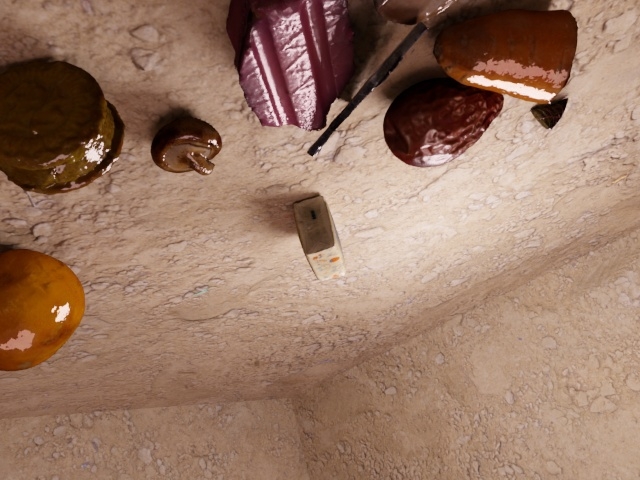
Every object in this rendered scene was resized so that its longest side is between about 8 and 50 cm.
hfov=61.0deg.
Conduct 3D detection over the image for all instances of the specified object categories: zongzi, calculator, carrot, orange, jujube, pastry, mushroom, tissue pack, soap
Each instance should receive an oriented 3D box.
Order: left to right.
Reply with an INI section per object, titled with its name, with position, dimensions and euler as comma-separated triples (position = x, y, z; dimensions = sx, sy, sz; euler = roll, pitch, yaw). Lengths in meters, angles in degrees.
[orange]
position = -0.632, 0.146, 1.144
dimensions = 0.261, 0.261, 0.261
euler = -14, 154, -7
[pastry]
position = -0.384, -0.161, 0.774
dimensions = 0.189, 0.188, 0.103
euler = -13, 157, -7
[mushroom]
position = -0.236, -0.163, 0.955
dimensions = 0.127, 0.087, 0.127
euler = -17, 157, -8
[soap]
position = -0.041, -0.275, 0.818
dimensions = 0.182, 0.112, 0.289
euler = -17, 154, 2
[tissue pack]
position = 0.000, 0.000, 1.354
dimensions = 0.092, 0.148, 0.196
euler = -16, 154, 5
[calculator]
position = 0.069, -0.239, 0.893
dimensions = 0.161, 0.021, 0.262
euler = -53, -172, -29
[jujube]
position = 0.237, -0.234, 1.042
dimensions = 0.237, 0.168, 0.168
euler = -26, 157, -17
[carrot]
position = 0.299, -0.314, 0.925
dimensions = 0.225, 0.159, 0.159
euler = -1, 152, -9
[zongzi]
position = 0.522, -0.275, 1.229
dimensions = 0.083, 0.067, 0.073
euler = -31, 149, -11

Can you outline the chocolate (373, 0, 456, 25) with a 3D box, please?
[chocolate]
position = 0.181, -0.403, 0.729
dimensions = 0.261, 0.083, 0.161
euler = -30, 170, 35
